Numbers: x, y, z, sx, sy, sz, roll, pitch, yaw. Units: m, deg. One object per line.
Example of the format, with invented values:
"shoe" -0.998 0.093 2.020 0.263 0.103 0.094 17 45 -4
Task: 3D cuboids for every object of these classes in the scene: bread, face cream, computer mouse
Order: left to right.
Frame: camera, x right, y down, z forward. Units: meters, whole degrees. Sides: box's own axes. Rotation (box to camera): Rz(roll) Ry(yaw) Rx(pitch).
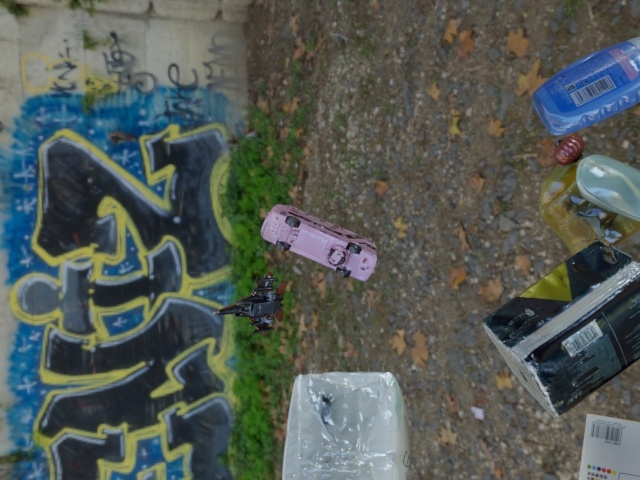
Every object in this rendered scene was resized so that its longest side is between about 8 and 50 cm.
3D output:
"bread" 0.912 -0.118 1.888 0.300 0.210 0.341 -35 96 31
"face cream" 0.546 -0.304 1.054 0.083 0.263 0.149 43 -153 -48
"computer mouse" 0.908 -0.163 1.664 0.097 0.288 0.160 98 -165 -67

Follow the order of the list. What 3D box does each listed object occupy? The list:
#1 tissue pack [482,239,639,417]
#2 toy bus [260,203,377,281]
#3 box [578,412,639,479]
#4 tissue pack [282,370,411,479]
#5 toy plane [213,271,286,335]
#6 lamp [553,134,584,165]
"tissue pack" 0.704 0.234 1.517 0.264 0.416 0.253 53 -178 -25
"toy bus" 0.000 0.000 0.967 0.090 0.203 0.063 -70 4 -70
"box" 0.707 0.507 1.192 0.273 0.091 0.221 -3 62 49
"tissue pack" 0.062 0.395 0.971 0.356 0.193 0.266 68 -157 -62
"toy plane" -0.130 0.130 1.077 0.061 0.189 0.130 10 98 29
"lamp" 0.821 -0.298 1.837 0.092 0.107 0.107 42 147 11
